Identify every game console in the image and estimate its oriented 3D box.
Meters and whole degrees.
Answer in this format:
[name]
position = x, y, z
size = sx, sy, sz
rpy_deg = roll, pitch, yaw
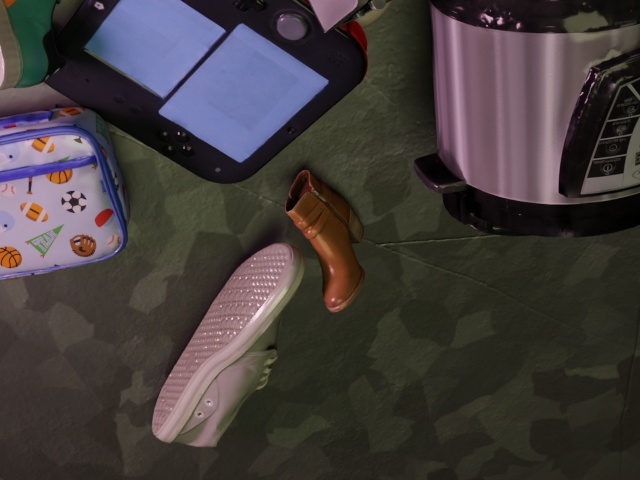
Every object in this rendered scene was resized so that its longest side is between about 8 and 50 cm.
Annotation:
[game console]
position = -0.160, -0.239, 1.387
size = 0.342, 0.060, 0.386
rpy_deg = 27, 140, -25

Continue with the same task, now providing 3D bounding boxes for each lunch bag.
[lunch bag]
position = -0.439, -0.069, 1.490
size = 0.303, 0.115, 0.243
rpy_deg = -10, 124, 2

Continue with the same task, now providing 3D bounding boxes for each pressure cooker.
[pressure cooker]
position = 0.342, -0.202, 1.422
size = 0.369, 0.375, 0.421
rpy_deg = 10, 127, 24

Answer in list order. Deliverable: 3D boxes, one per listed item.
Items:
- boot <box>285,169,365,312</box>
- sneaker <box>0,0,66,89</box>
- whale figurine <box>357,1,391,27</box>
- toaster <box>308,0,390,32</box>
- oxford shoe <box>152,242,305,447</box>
[boot]
position = 0.000, 0.000, 1.584
size = 0.073, 0.197, 0.152
rpy_deg = -22, 132, 27
[sneaker]
position = -0.411, -0.349, 1.334
size = 0.121, 0.108, 0.302
rpy_deg = -21, 106, -47
[whale figurine]
position = 0.017, -0.414, 1.383
size = 0.216, 0.141, 0.272
rpy_deg = 1, 97, -15
[toaster]
position = 0.048, -0.369, 1.243
size = 0.168, 0.110, 0.186
rpy_deg = -31, 98, -29
[oxford shoe]
position = -0.131, 0.180, 1.684
size = 0.130, 0.169, 0.449
rpy_deg = 23, 122, -19
